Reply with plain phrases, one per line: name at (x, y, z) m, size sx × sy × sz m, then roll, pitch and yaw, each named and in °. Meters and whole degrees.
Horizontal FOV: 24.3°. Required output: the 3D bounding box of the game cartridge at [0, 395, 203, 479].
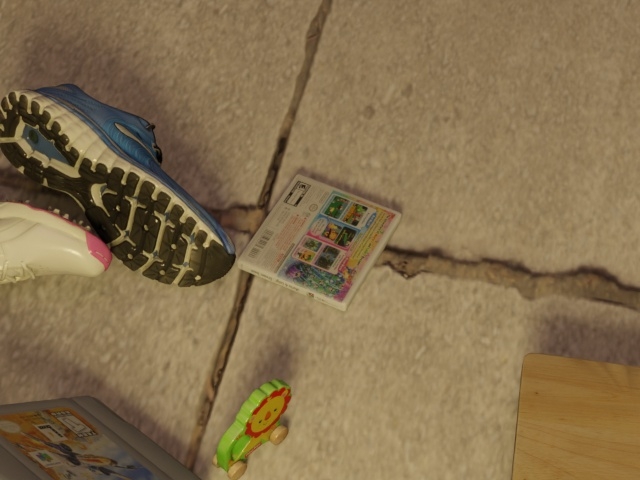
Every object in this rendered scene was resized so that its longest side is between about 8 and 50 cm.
game cartridge at (-0.240, 0.229, 1.433) m, size 0.198 × 0.297 × 0.062 m, roll 29°, pitch 101°, yaw 24°

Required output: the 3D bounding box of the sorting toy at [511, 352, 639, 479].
sorting toy at (0.322, 0.258, 1.513) m, size 0.257 × 0.089 × 0.255 m, roll 7°, pitch 51°, yaw 6°

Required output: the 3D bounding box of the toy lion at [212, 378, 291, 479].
toy lion at (-0.069, 0.193, 1.555) m, size 0.034 × 0.096 × 0.100 m, roll 37°, pitch 60°, yaw 26°

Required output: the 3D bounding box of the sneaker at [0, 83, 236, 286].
sneaker at (-0.219, -0.082, 1.746) m, size 0.330 × 0.129 × 0.147 m, roll 41°, pitch 39°, yaw 9°

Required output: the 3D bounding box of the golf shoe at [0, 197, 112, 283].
golf shoe at (-0.392, 0.019, 1.700) m, size 0.306 × 0.115 × 0.140 m, roll 11°, pitch 67°, yaw 11°

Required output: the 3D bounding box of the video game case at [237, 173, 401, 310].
video game case at (0.000, 0.000, 1.762) m, size 0.143 × 0.019 × 0.157 m, roll 22°, pitch 53°, yaw 16°
